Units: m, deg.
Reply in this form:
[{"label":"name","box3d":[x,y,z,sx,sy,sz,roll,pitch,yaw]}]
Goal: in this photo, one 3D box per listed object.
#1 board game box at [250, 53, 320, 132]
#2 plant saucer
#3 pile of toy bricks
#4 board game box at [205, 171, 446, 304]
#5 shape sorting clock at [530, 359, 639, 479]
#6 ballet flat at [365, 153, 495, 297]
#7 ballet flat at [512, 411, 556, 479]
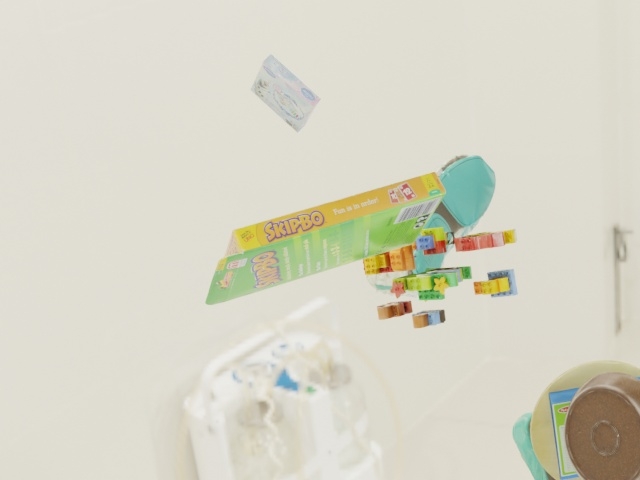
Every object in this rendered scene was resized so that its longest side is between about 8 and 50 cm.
[{"label":"board game box","box3d":[-0.048,-0.198,1.511,0.020,0.090,0.090,-48,-1,-22]},{"label":"plant saucer","box3d":[0.372,0.253,1.432,0.029,0.168,0.168,1,14,-38]},{"label":"pile of toy bricks","box3d":[0.125,0.046,1.316,0.212,0.118,0.105,-8,2,37]},{"label":"board game box","box3d":[0.000,0.000,1.192,0.259,0.124,0.039,-19,69,-22]},{"label":"shape sorting clock","box3d":[0.407,0.269,1.621,0.206,0.206,0.040,-7,19,1]},{"label":"ballet flat","box3d":[0.199,-0.034,2.121,0.147,0.147,0.409,7,36,29]},{"label":"ballet flat","box3d":[0.417,0.422,2.021,0.083,0.247,0.087,-25,3,-26]}]
